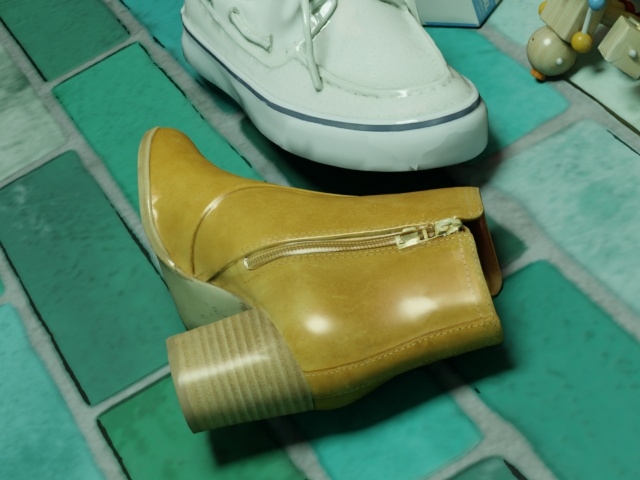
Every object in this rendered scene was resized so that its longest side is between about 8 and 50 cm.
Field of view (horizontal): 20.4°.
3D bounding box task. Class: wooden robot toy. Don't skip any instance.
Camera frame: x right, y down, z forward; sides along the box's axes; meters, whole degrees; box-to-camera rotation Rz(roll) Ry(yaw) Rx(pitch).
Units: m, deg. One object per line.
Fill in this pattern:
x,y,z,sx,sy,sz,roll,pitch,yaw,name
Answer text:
0.183,-0.139,1.247,0.079,0.076,0.173,-56,31,17,wooden robot toy

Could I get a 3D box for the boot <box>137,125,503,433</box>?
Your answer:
0.000,0.000,1.136,0.211,0.104,0.295,-17,38,0,boot

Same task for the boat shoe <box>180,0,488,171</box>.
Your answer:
-0.001,-0.171,1.278,0.135,0.157,0.367,-15,28,-21,boat shoe

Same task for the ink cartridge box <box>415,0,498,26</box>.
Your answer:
0.108,-0.244,1.387,0.092,0.090,0.143,8,45,38,ink cartridge box
